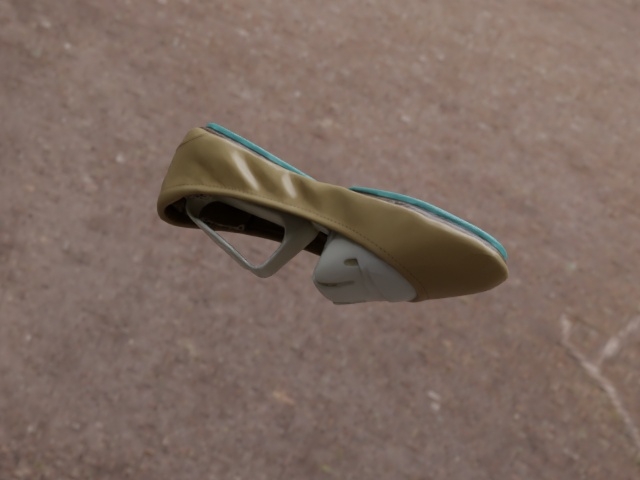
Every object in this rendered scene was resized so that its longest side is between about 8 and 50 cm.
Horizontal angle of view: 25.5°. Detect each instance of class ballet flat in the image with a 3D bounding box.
[{"bbox_3d":[0.000,0.000,0.836,0.232,0.073,0.080,22,-19,32],"label":"ballet flat"}]
